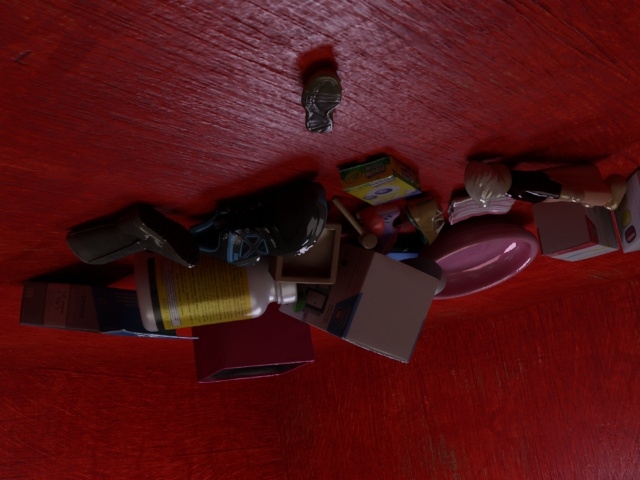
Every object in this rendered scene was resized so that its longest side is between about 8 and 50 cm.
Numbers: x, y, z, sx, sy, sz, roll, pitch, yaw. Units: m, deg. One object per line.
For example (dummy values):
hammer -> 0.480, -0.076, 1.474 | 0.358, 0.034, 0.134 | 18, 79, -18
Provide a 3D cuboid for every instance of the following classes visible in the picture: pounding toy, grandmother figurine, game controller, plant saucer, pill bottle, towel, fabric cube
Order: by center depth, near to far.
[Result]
grandmother figurine -> 0.420, -0.110, 1.737 | 0.343, 0.104, 0.208 | 2, 177, -30
pounding toy -> 0.007, -0.009, 1.831 | 0.206, 0.181, 0.094 | 3, -168, -14
pill bottle -> -0.225, 0.086, 1.930 | 0.334, 0.187, 0.188 | -7, 166, -5
towel -> 0.354, -0.074, 1.936 | 0.144, 0.029, 0.197 | -10, 171, 3
plant saucer -> 0.374, 0.040, 2.213 | 0.332, 0.084, 0.332 | -14, 154, -7
game controller -> 0.172, 0.040, 2.236 | 0.319, 0.067, 0.166 | 0, 163, -34
fabric cube -> -0.192, 0.224, 2.355 | 0.254, 0.258, 0.259 | -3, 165, -26

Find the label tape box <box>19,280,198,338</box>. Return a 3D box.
label tape box -> -0.487, 0.162, 2.067 | 0.348, 0.115, 0.249 | -1, 172, 34

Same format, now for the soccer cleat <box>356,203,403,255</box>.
soccer cleat -> 0.145, -0.024, 1.950 | 0.095, 0.083, 0.248 | -16, 162, 9

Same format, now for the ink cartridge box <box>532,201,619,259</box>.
ink cartridge box -> 0.600, -0.030, 2.082 | 0.127, 0.128, 0.176 | -19, 162, 36

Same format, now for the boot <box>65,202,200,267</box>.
boot -> -0.364, 0.015, 1.726 | 0.209, 0.076, 0.189 | -25, 125, 31

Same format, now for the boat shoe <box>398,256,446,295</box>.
boat shoe -> 0.194, 0.120, 2.106 | 0.306, 0.113, 0.105 | -14, 132, 47

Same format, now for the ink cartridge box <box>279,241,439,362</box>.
ink cartridge box -> 0.081, 0.124, 1.972 | 0.197, 0.198, 0.270 | 24, 175, -33

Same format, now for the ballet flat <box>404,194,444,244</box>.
ballet flat -> 0.237, -0.044, 1.933 | 0.073, 0.080, 0.232 | -26, 165, 6

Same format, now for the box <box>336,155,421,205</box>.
box -> 0.110, -0.111, 1.653 | 0.105, 0.043, 0.179 | -15, 163, 24

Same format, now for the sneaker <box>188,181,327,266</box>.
sneaker -> -0.121, -0.024, 1.695 | 0.140, 0.125, 0.341 | 10, 155, -39

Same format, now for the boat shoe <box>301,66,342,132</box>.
boat shoe -> 0.003, -0.203, 1.241 | 0.056, 0.048, 0.153 | 3, 159, 2

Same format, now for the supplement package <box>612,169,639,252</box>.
supplement package -> 0.760, -0.071, 1.997 | 0.134, 0.139, 0.244 | -11, 165, 2
